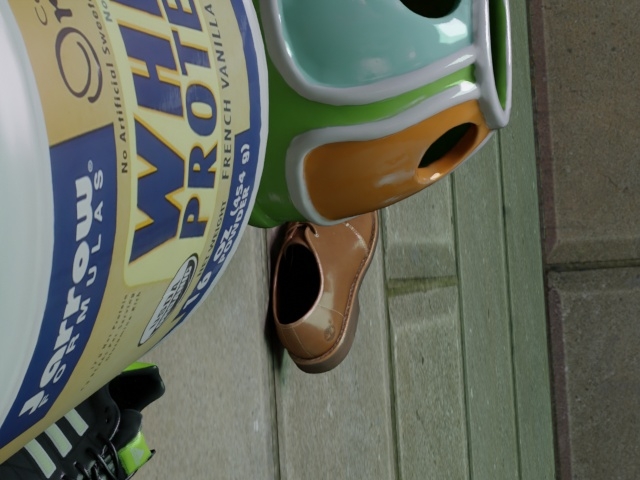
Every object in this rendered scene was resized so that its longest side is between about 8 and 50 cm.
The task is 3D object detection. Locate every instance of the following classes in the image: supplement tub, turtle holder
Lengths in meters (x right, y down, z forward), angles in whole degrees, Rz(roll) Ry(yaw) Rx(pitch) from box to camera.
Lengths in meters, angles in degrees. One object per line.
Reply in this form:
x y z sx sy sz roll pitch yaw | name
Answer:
-0.158 -0.027 0.502 0.316 0.228 0.228 -40 125 -72 | supplement tub
0.017 -0.163 1.216 0.320 0.227 0.243 -79 159 -43 | turtle holder

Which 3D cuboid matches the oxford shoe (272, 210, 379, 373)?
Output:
0.000 0.000 1.428 0.076 0.076 0.212 52 34 -47 | oxford shoe

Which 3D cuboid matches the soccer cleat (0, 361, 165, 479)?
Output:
-0.129 0.118 0.886 0.179 0.072 0.060 -74 155 -53 | soccer cleat
